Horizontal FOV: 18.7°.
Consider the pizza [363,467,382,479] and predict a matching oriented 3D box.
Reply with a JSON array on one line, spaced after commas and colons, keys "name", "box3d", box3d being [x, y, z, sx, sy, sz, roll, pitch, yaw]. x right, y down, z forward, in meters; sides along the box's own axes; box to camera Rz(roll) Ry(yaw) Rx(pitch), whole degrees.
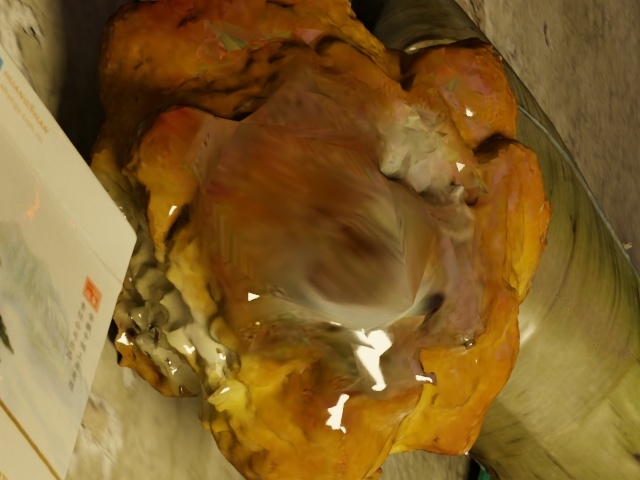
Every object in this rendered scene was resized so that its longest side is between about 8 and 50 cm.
[{"name": "pizza", "box3d": [-0.004, 0.110, 1.075, 0.160, 0.035, 0.099, 40, 40, -54]}]

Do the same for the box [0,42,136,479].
[{"name": "box", "box3d": [-0.152, 0.032, 0.744, 0.233, 0.067, 0.149, -78, 147, -46]}]

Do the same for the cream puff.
[{"name": "cream puff", "box3d": [0.000, 0.000, 0.929, 0.155, 0.241, 0.269, 142, -43, -69]}]

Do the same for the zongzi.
[{"name": "zongzi", "box3d": [0.112, -0.013, 1.246, 0.323, 0.160, 0.360, 47, 25, -27]}]

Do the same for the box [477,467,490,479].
[{"name": "box", "box3d": [0.251, 0.202, 1.250, 0.205, 0.311, 0.118, -72, 145, -53]}]
